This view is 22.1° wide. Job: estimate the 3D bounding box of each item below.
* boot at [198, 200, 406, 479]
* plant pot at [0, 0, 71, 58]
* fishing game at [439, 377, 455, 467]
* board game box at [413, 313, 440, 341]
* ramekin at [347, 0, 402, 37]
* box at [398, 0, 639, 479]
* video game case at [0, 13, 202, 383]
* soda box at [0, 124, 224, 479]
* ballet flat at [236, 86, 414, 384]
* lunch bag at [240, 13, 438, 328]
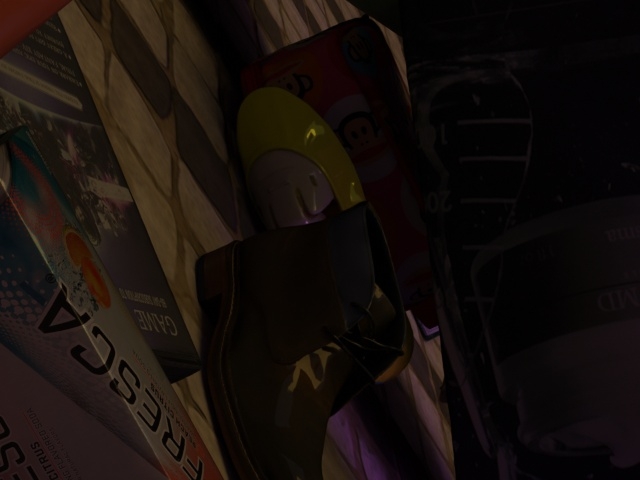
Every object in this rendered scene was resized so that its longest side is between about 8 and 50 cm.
[{"bbox_3d":[-0.001,0.063,0.897,0.082,0.106,0.219,54,14,-43],"label":"boot"},{"bbox_3d":[-0.131,-0.135,0.504,0.205,0.188,0.205,60,11,-21],"label":"plant pot"},{"bbox_3d":[0.141,0.182,1.297,0.189,0.041,0.264,-68,148,-54],"label":"fishing game"},{"bbox_3d":[0.110,0.029,1.739,0.259,0.030,0.136,-15,82,-79],"label":"board game box"},{"bbox_3d":[0.018,-0.297,1.373,0.303,0.148,0.303,34,9,-6],"label":"ramekin"},{"bbox_3d":[0.342,-0.023,1.162,0.297,0.480,0.472,-17,100,-61],"label":"box"},{"bbox_3d":[-0.143,-0.067,0.739,0.274,0.026,0.196,67,11,12],"label":"video game case"},{"bbox_3d":[-0.093,0.055,0.588,0.183,0.063,0.058,62,10,-13],"label":"soda box"},{"bbox_3d":[0.000,0.000,1.161,0.231,0.077,0.077,65,23,-6],"label":"ballet flat"},{"bbox_3d":[0.043,-0.049,1.338,0.258,0.120,0.293,64,10,-5],"label":"lunch bag"}]
